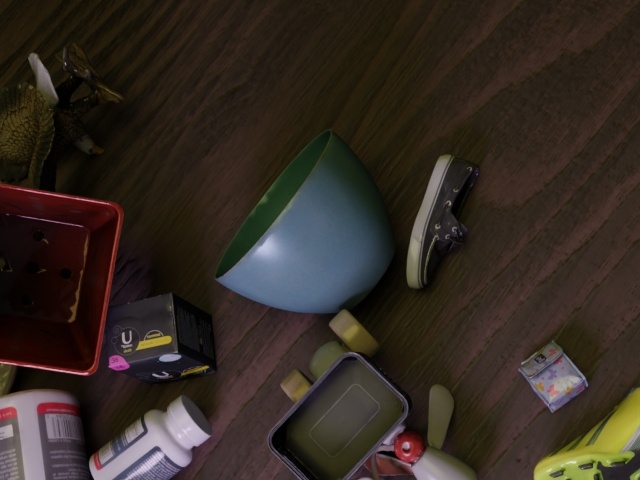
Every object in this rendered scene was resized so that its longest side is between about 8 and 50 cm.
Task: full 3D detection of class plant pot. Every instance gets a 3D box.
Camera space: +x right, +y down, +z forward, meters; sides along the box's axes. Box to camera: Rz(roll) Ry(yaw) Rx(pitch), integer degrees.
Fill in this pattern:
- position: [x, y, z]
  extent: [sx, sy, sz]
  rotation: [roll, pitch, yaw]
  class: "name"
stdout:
- position: [0.000, 0.000, 1.611]
  extent: [0.195, 0.290, 0.290]
  rotation: [37, 86, -11]
  class: "plant pot"
- position: [-0.469, 0.051, 1.668]
  extent: [0.267, 0.236, 0.267]
  rotation: [10, 90, -11]
  class: "plant pot"

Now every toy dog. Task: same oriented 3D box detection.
- position: [0.089, 0.265, 1.559]
  extent: [0.220, 0.161, 0.333]
  rotation: [-26, 81, 5]
  class: "toy dog"

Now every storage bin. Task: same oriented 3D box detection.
- position: [0.029, 0.253, 1.445]
  extent: [0.122, 0.084, 0.180]
  rotation: [43, 91, 11]
  class: "storage bin"

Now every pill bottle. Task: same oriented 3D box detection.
- position: [-0.266, 0.333, 1.652]
  extent: [0.180, 0.108, 0.108]
  rotation: [-38, 65, 3]
  class: "pill bottle"
- position: [-0.450, 0.411, 1.649]
  extent: [0.176, 0.176, 0.318]
  rotation: [-19, 67, 12]
  class: "pill bottle"

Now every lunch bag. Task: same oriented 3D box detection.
- position: [0.340, 0.197, 1.528]
  extent: [0.071, 0.053, 0.083]
  rotation: [-36, 56, 3]
  class: "lunch bag"

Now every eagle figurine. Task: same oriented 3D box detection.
- position: [-0.484, -0.184, 1.846]
  extent: [0.225, 0.226, 0.298]
  rotation: [42, 97, -15]
  class: "eagle figurine"

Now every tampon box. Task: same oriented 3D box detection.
- position: [-0.255, 0.162, 1.676]
  extent: [0.120, 0.161, 0.101]
  rotation: [-14, 68, 14]
  class: "tampon box"

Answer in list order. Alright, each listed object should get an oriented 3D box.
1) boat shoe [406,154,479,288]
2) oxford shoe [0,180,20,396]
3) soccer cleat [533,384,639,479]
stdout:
- position: [0.198, -0.027, 1.641]
  extent: [0.076, 0.080, 0.228]
  rotation: [11, 69, 23]
  class: "boat shoe"
- position: [-0.597, 0.109, 1.835]
  extent: [0.169, 0.130, 0.449]
  rotation: [2, 87, -5]
  class: "oxford shoe"
- position: [0.433, 0.272, 1.468]
  extent: [0.289, 0.093, 0.121]
  rotation: [-28, 36, 13]
  class: "soccer cleat"
